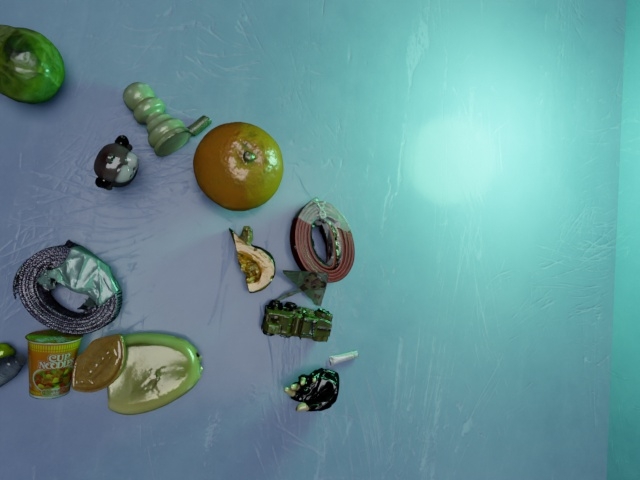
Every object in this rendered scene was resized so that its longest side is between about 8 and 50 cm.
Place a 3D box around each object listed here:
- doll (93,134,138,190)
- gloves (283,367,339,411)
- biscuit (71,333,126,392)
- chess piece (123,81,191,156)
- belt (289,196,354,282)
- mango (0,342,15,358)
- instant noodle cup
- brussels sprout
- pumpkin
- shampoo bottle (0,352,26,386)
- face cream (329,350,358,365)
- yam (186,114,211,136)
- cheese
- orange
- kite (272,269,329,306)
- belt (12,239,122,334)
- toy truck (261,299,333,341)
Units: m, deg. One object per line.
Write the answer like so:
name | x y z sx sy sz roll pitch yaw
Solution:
doll | -0.661 -0.239 1.492 0.117 0.257 0.182 23 80 -19
gloves | -0.035 0.540 1.667 0.203 0.124 0.165 13 65 -12
biscuit | -0.700 0.394 1.456 0.142 0.029 0.221 44 86 6
chess piece | -0.583 -0.436 1.599 0.144 0.144 0.251 -36 89 -14
belt | 0.000 0.000 1.719 0.227 0.115 0.324 -17 90 -16
mango | -1.024 0.379 1.460 0.073 0.056 0.108 37 90 -14
instant noodle cup | -0.854 0.393 1.460 0.168 0.168 0.185 7 92 -14
brussels sprout | -0.961 -0.575 1.470 0.271 0.210 0.220 39 100 3
pumpkin | -0.238 0.055 1.650 0.125 0.131 0.248 -19 96 -7
shampoo bottle | -1.024 0.426 1.420 0.233 0.049 0.087 -32 125 3
face cream | 0.090 0.449 1.759 0.114 0.020 0.038 -11 90 -12
yam | -0.444 -0.417 1.672 0.094 0.043 0.043 -45 97 -15
cheese | -0.556 0.439 1.539 0.315 0.128 0.260 -3 85 -16
orange | -0.277 -0.255 1.576 0.311 0.312 0.313 1 86 -14
kite | -0.071 0.180 1.675 0.249 0.012 0.229 -28 122 19
belt | -0.809 0.162 1.497 0.324 0.122 0.260 38 83 -8
toy truck | -0.079 0.302 1.664 0.256 0.127 0.127 11 92 -17
